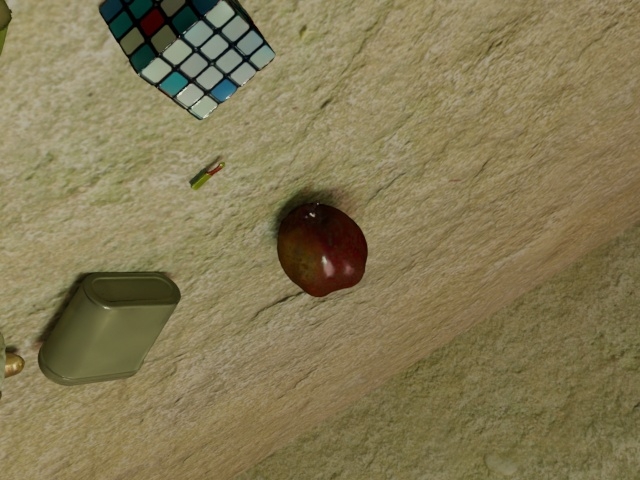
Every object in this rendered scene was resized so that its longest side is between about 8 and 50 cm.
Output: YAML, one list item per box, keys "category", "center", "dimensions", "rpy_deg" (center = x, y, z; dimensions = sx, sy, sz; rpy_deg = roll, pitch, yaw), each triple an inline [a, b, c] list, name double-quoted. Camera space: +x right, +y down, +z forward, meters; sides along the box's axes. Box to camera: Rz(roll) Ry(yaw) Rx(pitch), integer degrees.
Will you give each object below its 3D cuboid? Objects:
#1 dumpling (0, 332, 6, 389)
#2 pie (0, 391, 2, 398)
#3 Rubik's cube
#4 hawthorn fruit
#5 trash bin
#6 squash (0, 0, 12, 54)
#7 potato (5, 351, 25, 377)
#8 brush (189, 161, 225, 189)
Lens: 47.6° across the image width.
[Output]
- category: "dumpling"
  center: [-0.701, 0.251, 1.330]
  dimensions: [0.252, 0.179, 0.131]
  rpy_deg: [-10, 164, -35]
- category: "pie"
  center: [-0.755, 0.312, 1.473]
  dimensions: [0.195, 0.046, 0.195]
  rpy_deg: [-9, 152, -5]
- category: "Rubik's cube"
  center: [-0.184, -0.292, 1.020]
  dimensions: [0.154, 0.151, 0.155]
  rpy_deg: [-40, 150, 11]
- category: "hawthorn fruit"
  center: [0.000, 0.000, 1.636]
  dimensions: [0.208, 0.208, 0.248]
  rpy_deg: [-25, 132, -13]
- category: "trash bin"
  center: [-0.450, 0.185, 1.554]
  dimensions: [0.243, 0.121, 0.247]
  rpy_deg: [1, 134, -46]
- category: "squash"
  center: [-0.472, -0.217, 0.930]
  dimensions: [0.094, 0.094, 0.224]
  rpy_deg: [-4, 146, -42]
- category: "potato"
  center: [-0.663, 0.263, 1.515]
  dimensions: [0.083, 0.062, 0.068]
  rpy_deg: [3, 177, 1]
- category: "brush"
  center: [-0.215, -0.128, 1.384]
  dimensions: [0.083, 0.021, 0.019]
  rpy_deg: [-36, 151, 18]
